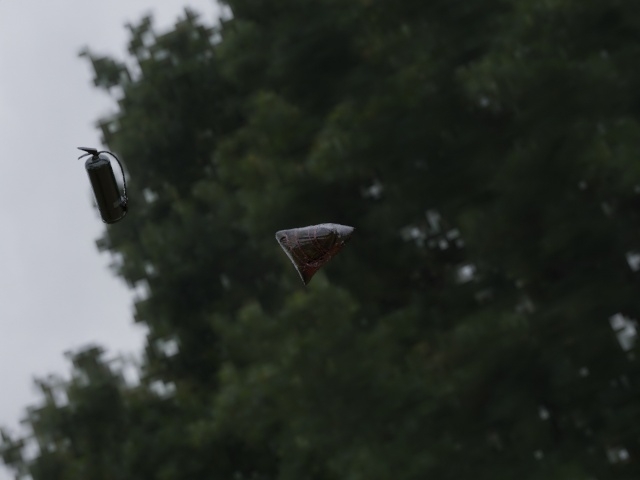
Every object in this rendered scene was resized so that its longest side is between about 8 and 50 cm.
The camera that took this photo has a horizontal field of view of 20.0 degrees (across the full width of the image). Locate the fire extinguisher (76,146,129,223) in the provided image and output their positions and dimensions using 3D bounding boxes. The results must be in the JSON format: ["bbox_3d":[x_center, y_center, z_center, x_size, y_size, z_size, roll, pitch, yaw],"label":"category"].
[{"bbox_3d":[-0.199,-0.056,1.685,0.038,0.025,0.083,-13,-54,2],"label":"fire extinguisher"}]

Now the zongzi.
[{"bbox_3d":[0.000,0.000,2.001,0.083,0.067,0.073,-28,-6,-1],"label":"zongzi"}]
